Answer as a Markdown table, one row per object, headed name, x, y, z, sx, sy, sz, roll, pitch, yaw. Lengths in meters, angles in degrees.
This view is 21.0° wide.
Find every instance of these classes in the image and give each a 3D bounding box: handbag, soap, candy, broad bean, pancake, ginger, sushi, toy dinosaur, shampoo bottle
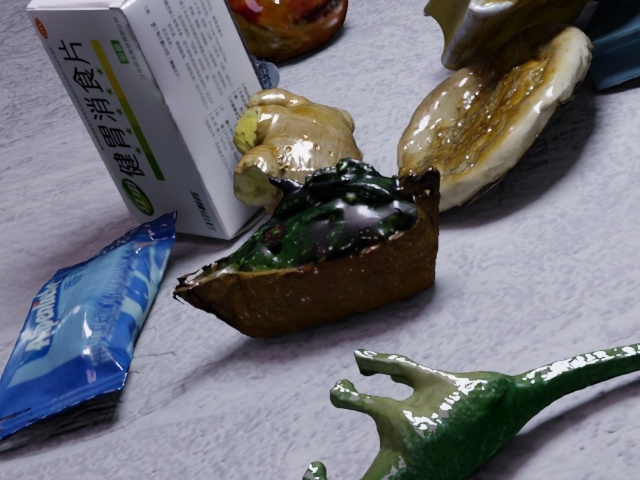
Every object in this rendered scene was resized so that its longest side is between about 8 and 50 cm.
| name | x | y | z | sx | sy | sz | roll | pitch | yaw |
| --- | --- | --- | --- | --- | --- | --- | --- | --- | --- |
| handbag | 0.401 | -0.262 | 1.909 | 0.229 | 0.062 | 0.179 | -19 | 24 | 33 |
| soap | 0.248 | -0.313 | 1.967 | 0.259 | 0.143 | 0.281 | -31 | -2 | -7 |
| candy | -0.257 | 0.091 | 1.877 | 0.187 | 0.077 | 0.331 | -24 | 25 | 21 |
| broad bean | -0.069 | -0.318 | 2.393 | 0.229 | 0.122 | 0.156 | 2 | 40 | 38 |
| pancake | 0.182 | -0.137 | 1.864 | 0.282 | 0.049 | 0.282 | -38 | 21 | 18 |
| ginger | -0.022 | -0.081 | 1.898 | 0.102 | 0.157 | 0.216 | -50 | 22 | 41 |
| sushi | 0.000 | 0.001 | 1.732 | 0.287 | 0.140 | 0.149 | -15 | 35 | 20 |
| toy dinosaur | 0.153 | 0.168 | 1.402 | 0.301 | 0.087 | 0.447 | 15 | 51 | 27 |
| shampoo bottle | -0.137 | -0.226 | 2.345 | 0.072 | 0.072 | 0.214 | -41 | 30 | -27 |

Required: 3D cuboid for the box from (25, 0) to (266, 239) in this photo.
| name | x | y | z | sx | sy | sz | roll | pitch | yaw |
| --- | --- | --- | --- | --- | --- | --- | --- | --- | --- |
| box | -0.174 | -0.167 | 1.983 | 0.173 | 0.332 | 0.145 | 9 | 43 | 44 |
